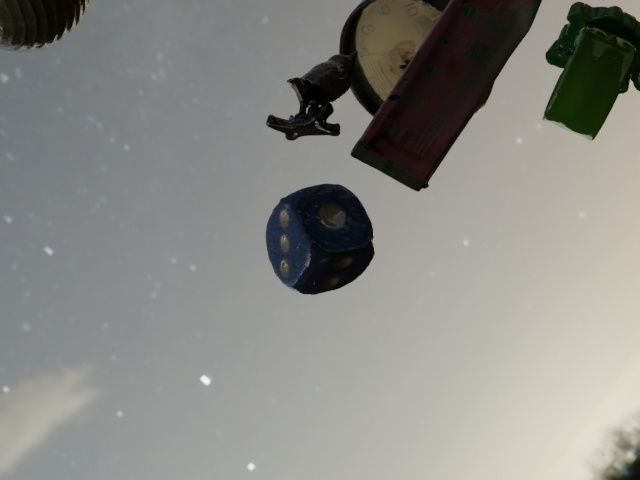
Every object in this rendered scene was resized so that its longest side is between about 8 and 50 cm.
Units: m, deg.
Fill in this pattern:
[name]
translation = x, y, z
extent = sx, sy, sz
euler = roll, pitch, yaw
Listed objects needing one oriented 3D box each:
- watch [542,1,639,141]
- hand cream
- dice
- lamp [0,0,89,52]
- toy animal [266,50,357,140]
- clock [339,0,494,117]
[watch]
translation = 0.330, -0.187, 1.505
extent = 0.165, 0.131, 0.152
euler = 109, -174, -63
[hand cream]
translation = 0.136, -0.172, 1.164
extent = 0.275, 0.079, 0.050
euler = -56, -6, 17
[dice]
translation = 0.000, 0.000, 2.094
extent = 0.143, 0.146, 0.146
euler = -8, -32, -32
[lamp]
translation = -0.484, -0.424, 2.030
extent = 0.233, 0.233, 0.265
euler = -39, 18, -32
[toy animal]
translation = -0.012, -0.280, 2.219
extent = 0.117, 0.121, 0.210
euler = 50, -133, -35
[clock]
translation = 0.186, -0.352, 2.462
extent = 0.067, 0.325, 0.325
euler = -47, -16, -43
